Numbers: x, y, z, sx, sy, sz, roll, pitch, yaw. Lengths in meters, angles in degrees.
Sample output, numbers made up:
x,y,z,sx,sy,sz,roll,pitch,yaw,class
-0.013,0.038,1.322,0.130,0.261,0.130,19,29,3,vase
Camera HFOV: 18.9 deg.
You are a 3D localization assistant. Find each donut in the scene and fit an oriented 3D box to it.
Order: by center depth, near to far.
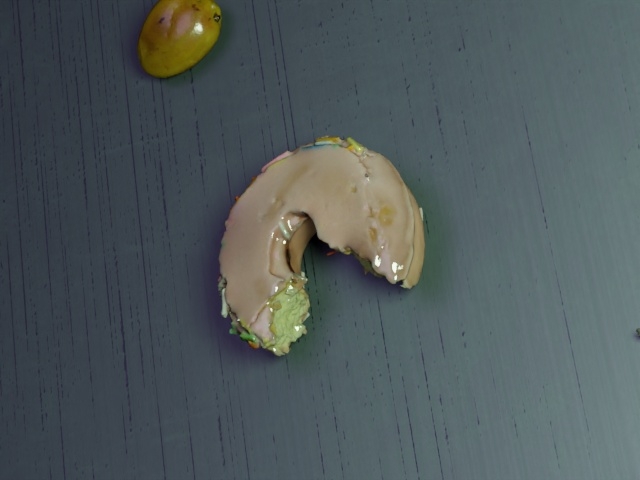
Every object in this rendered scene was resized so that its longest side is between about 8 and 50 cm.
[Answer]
x,y,z,sx,sy,sz,roll,pitch,yaw,class
0.000,0.000,1.925,0.233,0.085,0.199,-27,59,25,donut

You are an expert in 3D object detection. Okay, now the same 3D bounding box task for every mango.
x,y,z,sx,sy,sz,roll,pitch,yaw,class
-0.160,-0.229,2.144,0.114,0.060,0.080,-35,69,17,mango

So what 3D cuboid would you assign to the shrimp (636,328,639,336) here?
x,y,z,sx,sy,sz,roll,pitch,yaw,class
0.415,0.007,1.655,0.185,0.068,0.287,39,106,42,shrimp
